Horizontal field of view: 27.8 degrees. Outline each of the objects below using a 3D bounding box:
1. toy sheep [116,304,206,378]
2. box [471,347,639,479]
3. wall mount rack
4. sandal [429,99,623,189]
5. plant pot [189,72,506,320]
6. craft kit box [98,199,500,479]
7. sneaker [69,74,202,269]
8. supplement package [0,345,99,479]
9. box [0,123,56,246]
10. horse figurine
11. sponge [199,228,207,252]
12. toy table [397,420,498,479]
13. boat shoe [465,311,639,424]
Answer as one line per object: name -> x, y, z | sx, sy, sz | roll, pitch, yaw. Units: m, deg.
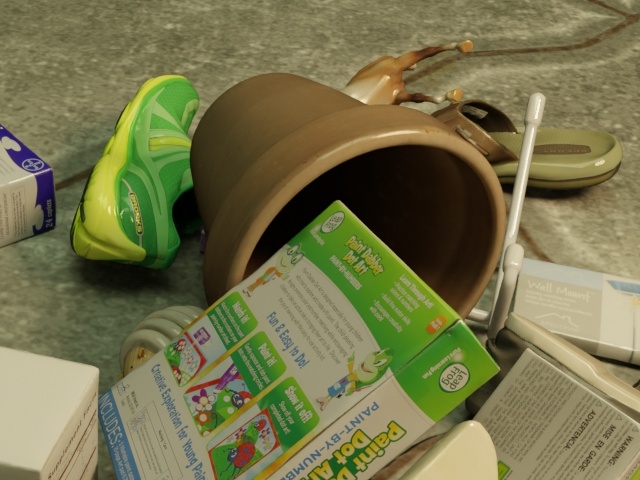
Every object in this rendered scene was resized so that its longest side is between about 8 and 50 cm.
toy sheep -> -0.118, 0.097, 1.084 | 0.091, 0.091, 0.132 | 24, 25, 22
box -> 0.174, 0.176, 0.904 | 0.103, 0.203, 0.114 | 35, 83, 32
wall mount rack -> 0.286, 0.000, 1.244 | 0.350, 0.130, 0.304 | 12, 36, 6
sandal -> 0.176, -0.113, 1.406 | 0.302, 0.086, 0.120 | -3, 36, 0
plant pot -> -0.004, -0.035, 1.136 | 0.263, 0.263, 0.229 | -11, 38, -23
craft kit box -> -0.031, 0.100, 0.887 | 0.246, 0.061, 0.250 | -42, 25, 1
sneaker -> -0.163, -0.061, 1.294 | 0.123, 0.109, 0.295 | 24, 36, -9
supplement package -> -0.216, 0.172, 0.880 | 0.105, 0.179, 0.105 | 12, 36, 7
box -> -0.348, -0.050, 1.252 | 0.137, 0.072, 0.126 | -24, 46, -35
horse figurine -> 0.050, -0.126, 1.340 | 0.174, 0.066, 0.263 | 2, 46, 46
sponge -> 0.000, 0.000, 1.278 | 0.210, 0.031, 0.117 | 18, 38, 13
toy table -> 0.055, 0.237, 0.728 | 0.161, 0.274, 0.252 | 53, 47, -3
boat shoe -> 0.266, 0.181, 1.044 | 0.335, 0.095, 0.112 | 34, 8, 27
